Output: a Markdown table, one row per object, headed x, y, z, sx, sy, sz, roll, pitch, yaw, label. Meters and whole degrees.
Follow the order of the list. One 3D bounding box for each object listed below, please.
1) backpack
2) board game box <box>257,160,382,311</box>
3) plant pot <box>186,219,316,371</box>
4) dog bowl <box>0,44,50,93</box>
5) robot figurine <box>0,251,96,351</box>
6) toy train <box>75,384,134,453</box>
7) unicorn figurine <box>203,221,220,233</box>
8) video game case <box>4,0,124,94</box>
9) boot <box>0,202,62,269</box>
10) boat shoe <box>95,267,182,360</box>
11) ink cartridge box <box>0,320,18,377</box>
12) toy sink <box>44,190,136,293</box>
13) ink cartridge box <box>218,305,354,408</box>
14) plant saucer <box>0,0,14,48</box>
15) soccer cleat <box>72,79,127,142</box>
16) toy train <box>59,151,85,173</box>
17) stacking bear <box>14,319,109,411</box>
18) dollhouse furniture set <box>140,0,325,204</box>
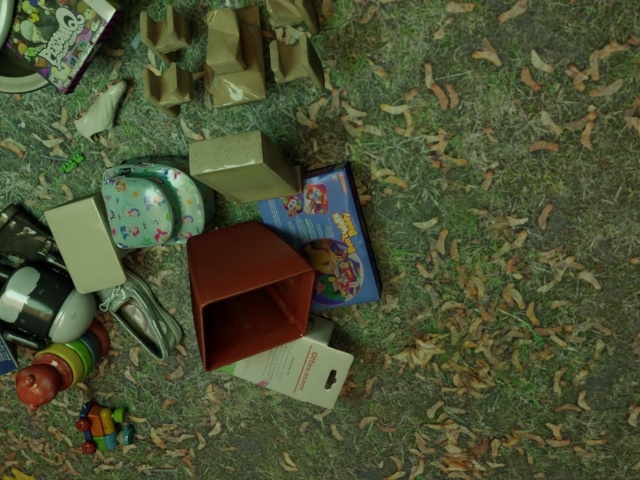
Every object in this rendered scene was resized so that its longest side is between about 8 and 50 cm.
| x | y | z | sx | sy | sz | roll | pitch | yaw | label |
| --- | --- | --- | --- | --- | --- | --- | --- | --- | --- |
| -0.396 | -0.092 | 1.428 | 0.253 | 0.191 | 0.225 | -3 | 111 | 6 | backpack |
| 0.000 | 0.000 | 1.444 | 0.233 | 0.078 | 0.347 | -11 | 110 | 15 | board game box |
| -0.192 | 0.106 | 1.380 | 0.267 | 0.236 | 0.267 | -17 | 142 | -23 | plant pot |
| -0.687 | -0.547 | 1.304 | 0.407 | 0.150 | 0.408 | 4 | 113 | 10 | dog bowl |
| -0.741 | 0.161 | 1.540 | 0.278 | 0.174 | 0.209 | 27 | 121 | -12 | robot figurine |
| -0.665 | 0.534 | 1.782 | 0.143 | 0.105 | 0.248 | -3 | 112 | 0 | toy train |
| -0.300 | 0.007 | 1.495 | 0.111 | 0.162 | 0.060 | -44 | 94 | -4 | unicorn figurine |
| -0.555 | -0.462 | 1.210 | 0.210 | 0.042 | 0.232 | 42 | 113 | -6 | video game case |
| -0.815 | 0.043 | 1.610 | 0.229 | 0.091 | 0.263 | 40 | 119 | -14 | boot |
| -0.519 | 0.195 | 1.606 | 0.118 | 0.103 | 0.320 | -34 | 102 | 21 | boat shoe |
| -0.950 | 0.184 | 1.621 | 0.071 | 0.330 | 0.324 | -27 | 111 | -22 | ink cartridge box |
| -0.580 | -0.002 | 1.522 | 0.152 | 0.131 | 0.234 | -14 | 104 | 16 | toy sink |
| -0.095 | 0.292 | 1.560 | 0.353 | 0.119 | 0.207 | 21 | 115 | 2 | ink cartridge box |
| -0.817 | -0.541 | 1.180 | 0.400 | 0.100 | 0.401 | 5 | 108 | 17 | plant saucer |
| -0.524 | -0.318 | 1.419 | 0.196 | 0.068 | 0.076 | -33 | 108 | 28 | soccer cleat |
| -0.647 | -0.200 | 1.513 | 0.083 | 0.017 | 0.024 | -32 | 114 | 21 | toy train |
| -0.726 | 0.343 | 1.604 | 0.164 | 0.289 | 0.176 | 12 | 114 | 5 | stacking bear |
| -0.166 | -0.308 | 1.279 | 0.362 | 0.256 | 0.394 | -8 | 78 | 13 | dollhouse furniture set |
